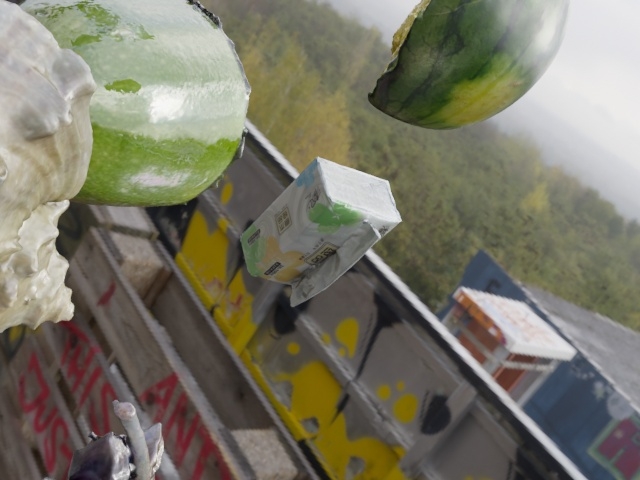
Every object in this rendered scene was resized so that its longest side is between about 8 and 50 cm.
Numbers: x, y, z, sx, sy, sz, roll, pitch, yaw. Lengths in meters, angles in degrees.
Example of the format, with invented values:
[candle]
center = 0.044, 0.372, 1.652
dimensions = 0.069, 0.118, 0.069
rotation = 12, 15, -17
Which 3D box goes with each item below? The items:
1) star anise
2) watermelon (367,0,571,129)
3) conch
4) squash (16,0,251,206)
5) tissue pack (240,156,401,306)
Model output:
[star anise]
center = -0.221, 0.242, 0.702
dimensions = 0.230, 0.262, 0.081
rotation = -5, 55, -56
[watermelon]
center = 0.148, -0.188, 0.671
dimensions = 0.127, 0.232, 0.204
rotation = 37, 2, 4
[conch]
center = -0.291, -0.033, 0.473
dimensions = 0.352, 0.297, 0.210
rotation = 27, 38, -44
[squash]
center = -0.286, -0.152, 0.914
dimensions = 0.310, 0.310, 0.309
rotation = 37, 27, 8
[tissue pack]
center = 0.000, 0.000, 1.244
dimensions = 0.159, 0.229, 0.145
rotation = 15, 47, -36
